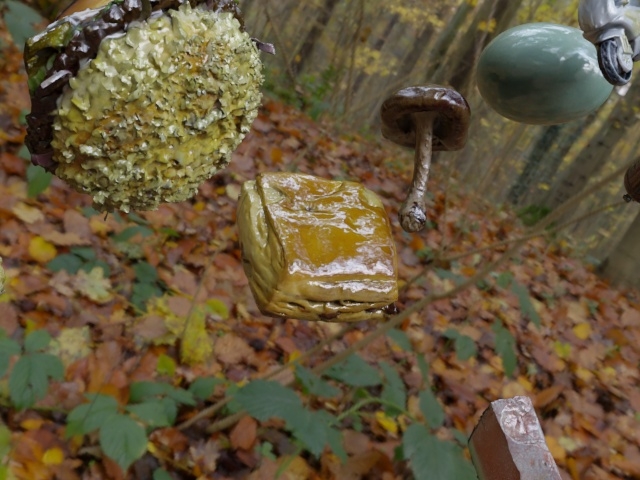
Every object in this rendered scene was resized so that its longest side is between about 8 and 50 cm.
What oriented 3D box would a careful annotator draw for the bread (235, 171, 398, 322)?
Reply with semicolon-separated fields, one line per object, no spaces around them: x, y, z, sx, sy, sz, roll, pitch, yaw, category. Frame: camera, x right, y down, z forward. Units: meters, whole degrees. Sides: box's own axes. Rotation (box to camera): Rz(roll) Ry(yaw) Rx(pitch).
0.000;0.000;0.984;0.210;0.099;0.235;4;43;-17;bread

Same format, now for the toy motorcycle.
0.396;-0.302;0.987;0.074;0.229;0.151;-19;-68;49;toy motorcycle

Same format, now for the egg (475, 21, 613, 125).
0.370;-0.275;1.236;0.231;0.168;0.168;15;-1;36;egg

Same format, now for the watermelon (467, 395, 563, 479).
0.345;0.396;1.295;0.148;0.226;0.318;-13;10;6;watermelon

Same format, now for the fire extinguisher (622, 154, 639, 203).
0.675;-0.145;1.436;0.102;0.138;0.344;57;-10;16;fire extinguisher

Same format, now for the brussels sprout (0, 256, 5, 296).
-0.693;0.050;1.272;0.344;0.268;0.344;10;-25;5;brussels sprout

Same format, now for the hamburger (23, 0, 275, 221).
-0.147;-0.133;0.673;0.138;0.243;0.262;45;-26;18;hamburger

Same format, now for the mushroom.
0.151;-0.114;1.145;0.148;0.218;0.227;7;-6;16;mushroom
